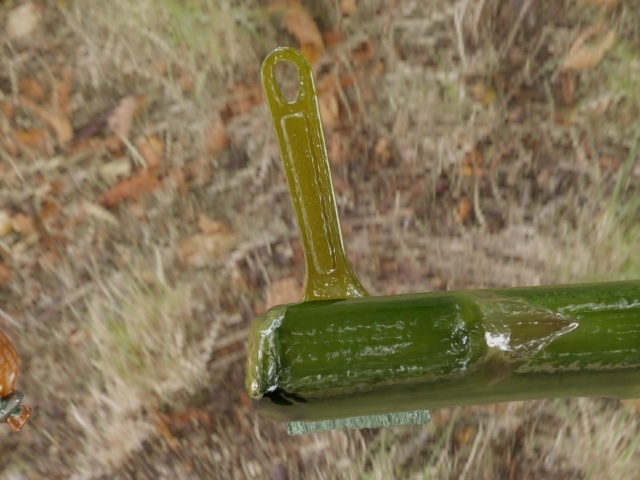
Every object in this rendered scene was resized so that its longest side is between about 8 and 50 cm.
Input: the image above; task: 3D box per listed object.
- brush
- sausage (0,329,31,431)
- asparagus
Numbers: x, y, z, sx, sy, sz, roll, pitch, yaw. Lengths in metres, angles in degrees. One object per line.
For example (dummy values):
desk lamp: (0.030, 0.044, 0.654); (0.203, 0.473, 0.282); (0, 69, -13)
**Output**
brush: (0.000, 0.000, 0.991); (0.083, 0.011, 0.205); (-8, 97, 28)
sausage: (-0.254, -0.028, 0.700); (0.348, 0.053, 0.053); (34, 77, -3)
asparagus: (0.099, 0.050, 0.928); (0.278, 0.067, 0.060); (-2, 47, -13)
